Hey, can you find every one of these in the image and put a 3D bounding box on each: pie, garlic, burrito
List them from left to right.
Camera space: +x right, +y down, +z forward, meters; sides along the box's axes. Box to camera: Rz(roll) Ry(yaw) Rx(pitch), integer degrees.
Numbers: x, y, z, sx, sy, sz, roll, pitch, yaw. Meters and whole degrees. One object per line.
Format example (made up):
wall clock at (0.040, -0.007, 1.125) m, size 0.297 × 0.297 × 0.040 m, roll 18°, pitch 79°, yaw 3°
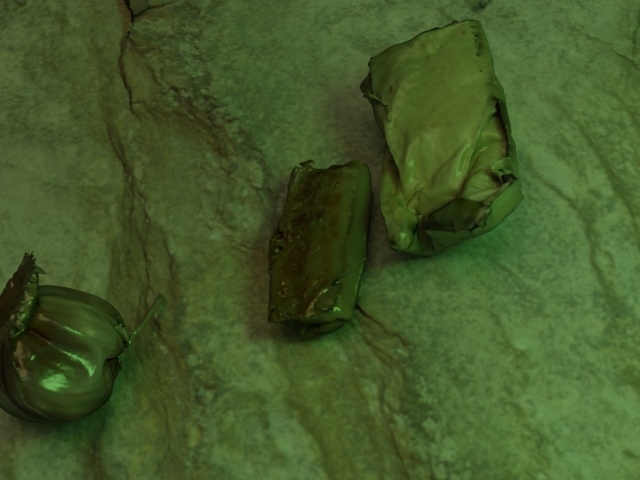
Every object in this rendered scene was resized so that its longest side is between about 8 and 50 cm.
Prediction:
garlic at (-0.304, 0.091, 1.304) m, size 0.207 × 0.207 × 0.256 m, roll 29°, pitch 56°, yaw 30°
pie at (0.000, 0.000, 1.387) m, size 0.128 × 0.068 × 0.282 m, roll -5°, pitch 51°, yaw 16°
burrito at (0.160, -0.118, 1.406) m, size 0.190 × 0.135 × 0.332 m, roll -15°, pitch 53°, yaw 11°
